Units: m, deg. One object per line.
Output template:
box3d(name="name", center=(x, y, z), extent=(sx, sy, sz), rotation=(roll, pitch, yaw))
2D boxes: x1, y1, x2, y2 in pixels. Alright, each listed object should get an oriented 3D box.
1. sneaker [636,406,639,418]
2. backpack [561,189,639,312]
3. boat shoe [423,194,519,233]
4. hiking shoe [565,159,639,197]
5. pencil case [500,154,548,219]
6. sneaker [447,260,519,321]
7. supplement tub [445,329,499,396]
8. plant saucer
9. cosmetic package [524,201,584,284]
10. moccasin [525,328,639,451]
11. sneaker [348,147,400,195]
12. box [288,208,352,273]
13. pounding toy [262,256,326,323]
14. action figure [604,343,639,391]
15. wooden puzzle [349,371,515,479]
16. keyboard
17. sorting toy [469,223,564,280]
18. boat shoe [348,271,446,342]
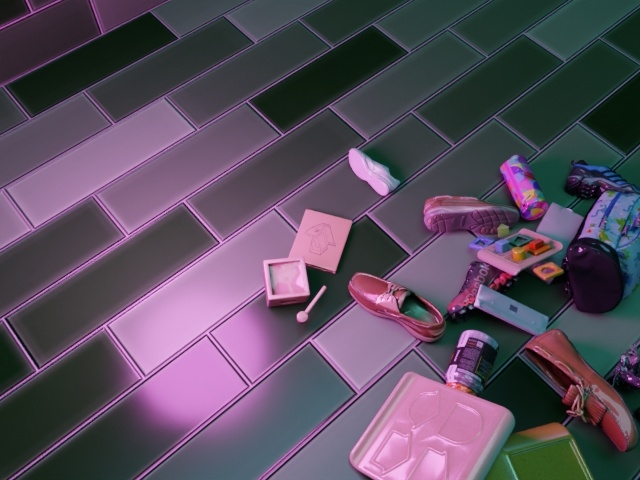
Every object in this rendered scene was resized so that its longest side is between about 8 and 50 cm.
box3d(name="sneaker", center=(1.029, 0.535, 1.716), extent=(0.281, 0.106, 0.163), rotation=(-1, 73, 9))
box3d(name="backpack", center=(0.908, 0.007, 1.928), extent=(0.273, 0.290, 0.356), rotation=(-1, 40, 30))
box3d(name="boat shoe", center=(0.500, -0.102, 2.070), extent=(0.323, 0.123, 0.117), rotation=(3, 46, -8))
box3d(name="hiking shoe", center=(1.007, -0.195, 2.137), extent=(0.303, 0.113, 0.132), rotation=(21, 62, 11))
box3d(name="pencil case", center=(0.690, -0.181, 2.117), extent=(0.104, 0.105, 0.237), rotation=(-7, 51, -5))
box3d(name="sneaker", center=(0.482, 0.143, 1.936), extent=(0.276, 0.098, 0.135), rotation=(-32, 65, -20))
box3d(name="supplement tub", center=(0.431, 0.365, 1.792), extent=(0.116, 0.117, 0.191), rotation=(24, 61, 12))
box3d(name="plant saucer", center=(0.590, 0.642, 1.594), extent=(0.332, 0.081, 0.333), rotation=(-5, 58, -25))
box3d(name="cosmetic package", center=(0.750, 0.005, 2.022), extent=(0.127, 0.107, 0.238), rotation=(31, 61, 17))
box3d(name="moccasin", center=(0.728, 0.424, 1.750), extent=(0.146, 0.139, 0.380), rotation=(-26, 63, -14))
box3d(name="sneaker", center=(0.189, -0.249, 2.184), extent=(0.094, 0.080, 0.212), rotation=(-32, 71, -31))
box3d(name="box", center=(0.000, 0.000, 2.054), extent=(0.164, 0.021, 0.201), rotation=(15, 61, 8))
box3d(name="pounding toy", center=(-0.076, 0.163, 1.921), extent=(0.180, 0.094, 0.206), rotation=(-6, 69, -10))
box3d(name="action figure", center=(0.938, 0.359, 1.787), extent=(0.275, 0.164, 0.141), rotation=(0, 78, -12))
box3d(name="wooden puzzle", center=(0.295, 0.537, 1.646), extent=(0.347, 0.081, 0.322), rotation=(15, 57, 45))
box3d(name="keyboard", center=(0.580, 0.215, 1.883), extent=(0.255, 0.014, 0.072), rotation=(26, 68, -13))
box3d(name="sorting toy", center=(0.608, 0.022, 1.906), extent=(0.195, 0.047, 0.347), rotation=(-26, 28, -18))
box3d(name="boat shoe", center=(0.240, 0.183, 1.893), extent=(0.323, 0.120, 0.123), rotation=(28, 62, 14))
